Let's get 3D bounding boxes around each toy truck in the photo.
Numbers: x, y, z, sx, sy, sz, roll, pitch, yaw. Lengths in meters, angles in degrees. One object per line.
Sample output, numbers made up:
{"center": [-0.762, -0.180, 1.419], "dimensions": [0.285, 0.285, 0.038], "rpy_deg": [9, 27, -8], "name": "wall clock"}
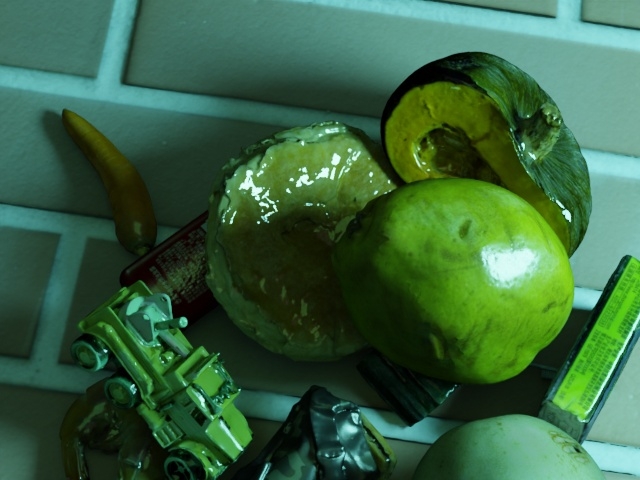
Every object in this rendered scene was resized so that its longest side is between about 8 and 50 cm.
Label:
{"center": [-0.177, 0.175, 1.578], "dimensions": [0.260, 0.135, 0.128], "rpy_deg": [57, 39, -8], "name": "toy truck"}

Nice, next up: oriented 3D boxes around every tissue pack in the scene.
{"center": [0.359, 0.156, 1.651], "dimensions": [0.073, 0.173, 0.236], "rpy_deg": [28, 68, 16], "name": "tissue pack"}

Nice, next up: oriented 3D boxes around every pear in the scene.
{"center": [0.166, 0.048, 1.571], "dimensions": [0.321, 0.269, 0.269], "rpy_deg": [34, 61, -32], "name": "pear"}

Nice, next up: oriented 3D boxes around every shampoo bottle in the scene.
{"center": [-0.170, 0.040, 1.724], "dimensions": [0.314, 0.076, 0.118], "rpy_deg": [-37, 84, -17], "name": "shampoo bottle"}

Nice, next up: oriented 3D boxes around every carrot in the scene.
{"center": [-0.290, -0.090, 1.791], "dimensions": [0.062, 0.066, 0.271], "rpy_deg": [5, 52, -50], "name": "carrot"}

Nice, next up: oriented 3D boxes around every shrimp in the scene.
{"center": [-0.259, 0.285, 1.621], "dimensions": [0.150, 0.068, 0.249], "rpy_deg": [-9, 60, 4], "name": "shrimp"}

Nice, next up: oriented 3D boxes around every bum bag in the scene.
{"center": [-0.064, 0.335, 1.585], "dimensions": [0.144, 0.095, 0.340], "rpy_deg": [43, 75, 12], "name": "bum bag"}

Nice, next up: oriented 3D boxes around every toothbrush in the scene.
{"center": [0.234, 0.164, 1.726], "dimensions": [0.193, 0.013, 0.019], "rpy_deg": [12, 74, 2], "name": "toothbrush"}

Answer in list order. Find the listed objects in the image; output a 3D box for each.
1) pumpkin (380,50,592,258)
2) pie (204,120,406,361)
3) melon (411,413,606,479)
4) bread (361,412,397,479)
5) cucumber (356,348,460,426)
{"center": [0.255, -0.130, 1.719], "dimensions": [0.325, 0.242, 0.232], "rpy_deg": [54, 43, -11], "name": "pumpkin"}
{"center": [0.000, 0.000, 1.695], "dimensions": [0.339, 0.083, 0.340], "rpy_deg": [5, 78, -25], "name": "pie"}
{"center": [0.233, 0.374, 1.496], "dimensions": [0.268, 0.268, 0.330], "rpy_deg": [-11, 76, -8], "name": "melon"}
{"center": [0.050, 0.272, 1.649], "dimensions": [0.072, 0.053, 0.106], "rpy_deg": [-40, 70, 6], "name": "bread"}
{"center": [0.127, 0.171, 1.685], "dimensions": [0.116, 0.062, 0.115], "rpy_deg": [-41, 78, -8], "name": "cucumber"}
